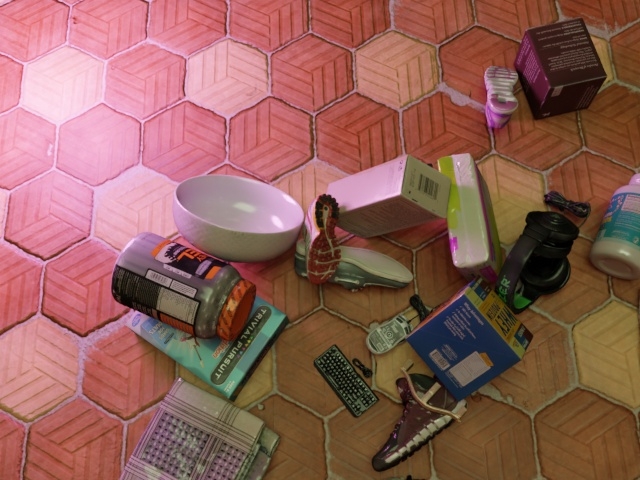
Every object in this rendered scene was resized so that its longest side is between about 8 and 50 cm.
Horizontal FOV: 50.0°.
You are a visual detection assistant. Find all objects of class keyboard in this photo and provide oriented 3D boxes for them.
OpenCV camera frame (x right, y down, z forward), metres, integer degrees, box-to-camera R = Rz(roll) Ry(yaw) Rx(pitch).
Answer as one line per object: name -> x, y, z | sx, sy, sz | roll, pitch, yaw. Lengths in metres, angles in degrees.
keyboard -> 0.075, 0.346, 1.740 | 0.108, 0.023, 0.180 | -37, 73, -10

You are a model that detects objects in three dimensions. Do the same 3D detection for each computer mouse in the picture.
computer mouse -> 0.199, 0.228, 1.768 | 0.193, 0.042, 0.106 | -29, 76, -13

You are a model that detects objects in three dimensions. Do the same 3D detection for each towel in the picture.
towel -> -0.296, 0.533, 1.661 | 0.324, 0.056, 0.312 | 24, 73, 16

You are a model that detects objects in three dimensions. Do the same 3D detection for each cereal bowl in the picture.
cereal bowl -> -0.219, -0.040, 1.780 | 0.338, 0.339, 0.141 | 19, 116, 9

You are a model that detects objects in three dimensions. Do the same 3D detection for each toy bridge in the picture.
toy bridge -> 0.262, 0.368, 1.636 | 0.063, 0.026, 0.188 | -41, 67, -21

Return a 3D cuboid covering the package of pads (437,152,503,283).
package of pads -> 0.389, -0.048, 1.758 | 0.101, 0.229, 0.297 | -12, 69, 21

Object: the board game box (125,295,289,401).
board game box -> -0.291, 0.214, 1.778 | 0.336, 0.079, 0.254 | 31, 75, 13

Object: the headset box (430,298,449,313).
headset box -> 0.333, 0.201, 1.774 | 0.062, 0.032, 0.083 | -29, 70, -7

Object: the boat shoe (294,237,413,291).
boat shoe -> 0.082, 0.080, 1.816 | 0.319, 0.116, 0.099 | 15, 114, 1

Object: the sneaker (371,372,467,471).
sneaker -> 0.207, 0.426, 1.672 | 0.281, 0.106, 0.163 | -30, 66, -19

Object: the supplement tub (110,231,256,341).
supplement tub -> -0.329, 0.117, 1.670 | 0.315, 0.194, 0.194 | 22, 73, 10

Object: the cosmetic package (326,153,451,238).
cosmetic package -> 0.161, -0.102, 1.734 | 0.160, 0.309, 0.113 | 25, 68, -32

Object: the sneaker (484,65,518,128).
sneaker -> 0.508, -0.407, 1.959 | 0.095, 0.105, 0.237 | 8, 48, 7

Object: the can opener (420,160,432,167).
can opener -> 0.242, -0.140, 1.891 | 0.059, 0.073, 0.186 | 35, 84, 6

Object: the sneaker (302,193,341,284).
sneaker -> 0.000, 0.000, 1.735 | 0.088, 0.092, 0.226 | 11, 78, -22

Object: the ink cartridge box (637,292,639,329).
ink cartridge box -> 0.901, 0.232, 1.734 | 0.180, 0.056, 0.225 | 6, 89, 5

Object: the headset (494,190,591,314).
headset -> 0.552, 0.012, 1.743 | 0.394, 0.244, 0.185 | -38, 52, -26

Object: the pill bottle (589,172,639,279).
pill bottle -> 0.810, -0.042, 1.777 | 0.146, 0.146, 0.264 | 26, 73, 12

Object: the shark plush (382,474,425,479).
shark plush -> 0.172, 0.602, 1.642 | 0.161, 0.073, 0.067 | -16, 89, -24

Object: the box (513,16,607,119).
box -> 0.669, -0.483, 1.933 | 0.166, 0.168, 0.203 | -13, 70, -2

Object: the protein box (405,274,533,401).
protein box -> 0.355, 0.233, 1.638 | 0.200, 0.136, 0.201 | 49, 122, 6
